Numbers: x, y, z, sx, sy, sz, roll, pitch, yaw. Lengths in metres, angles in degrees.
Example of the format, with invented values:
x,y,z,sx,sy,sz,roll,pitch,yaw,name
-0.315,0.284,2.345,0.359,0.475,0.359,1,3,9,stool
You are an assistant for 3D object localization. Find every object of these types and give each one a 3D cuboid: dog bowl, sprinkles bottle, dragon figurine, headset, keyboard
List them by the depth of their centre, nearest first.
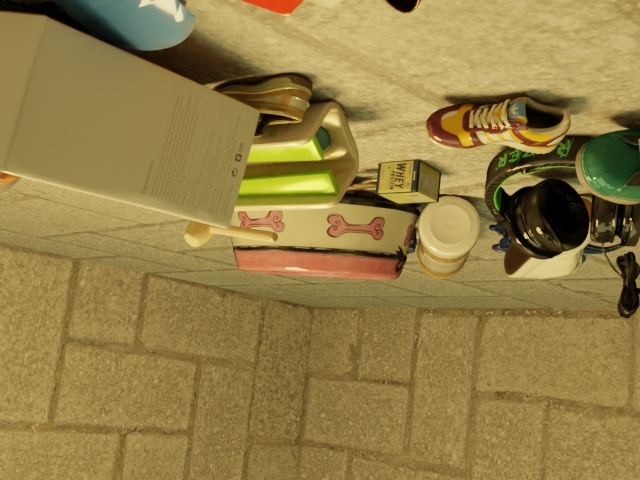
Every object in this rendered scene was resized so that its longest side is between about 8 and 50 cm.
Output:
x,y,z,sx,sy,sz,roll,pitch,yaw,name
-0.267,-0.257,0.946,0.192,0.038,0.100,9,-170,-13,keyboard
0.424,-0.021,1.330,0.243,0.185,0.394,-11,148,40,headset
0.000,0.000,1.723,0.408,0.150,0.408,3,176,0,dog bowl
0.508,0.007,1.753,0.289,0.085,0.144,3,170,27,dragon figurine
0.269,0.002,1.769,0.121,0.121,0.355,5,170,7,sprinkles bottle

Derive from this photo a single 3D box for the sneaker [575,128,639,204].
x,y,z,sx,sy,sz,roll,pitch,yaw,name
0.496,-0.108,1.098,0.302,0.108,0.121,0,171,-14,sneaker

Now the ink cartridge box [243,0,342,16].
x,y,z,sx,sy,sz,roll,pitch,yaw,name
-0.059,-0.252,0.786,0.145,0.045,0.179,12,166,-26,ink cartridge box

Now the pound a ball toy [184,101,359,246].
x,y,z,sx,sy,sz,roll,pitch,yaw,name
-0.096,-0.104,1.274,0.319,0.135,0.208,0,132,32,pound a ball toy

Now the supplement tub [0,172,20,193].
x,y,z,sx,sy,sz,roll,pitch,yaw,name
-0.558,-0.152,1.218,0.316,0.193,0.194,-2,167,39,supplement tub

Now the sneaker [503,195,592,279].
x,y,z,sx,sy,sz,roll,pitch,yaw,name
0.480,-0.001,1.599,0.123,0.105,0.290,10,156,-15,sneaker

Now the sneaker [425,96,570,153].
x,y,z,sx,sy,sz,roll,pitch,yaw,name
0.233,-0.159,1.082,0.186,0.069,0.084,0,161,-2,sneaker

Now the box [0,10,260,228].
x,y,z,sx,sy,sz,roll,pitch,yaw,name
-0.278,-0.142,1.016,0.215,0.168,0.345,16,-179,36,box

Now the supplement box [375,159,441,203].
x,y,z,sx,sy,sz,roll,pitch,yaw,name
0.155,-0.101,1.449,0.083,0.056,0.083,-1,167,37,supplement box

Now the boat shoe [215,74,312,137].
x,y,z,sx,sy,sz,roll,pitch,yaw,name
-0.094,-0.177,1.134,0.068,0.072,0.190,16,167,-43,boat shoe

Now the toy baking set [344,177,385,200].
x,y,z,sx,sy,sz,roll,pitch,yaw,name
0.053,-0.101,1.604,0.197,0.030,0.256,-1,175,8,toy baking set

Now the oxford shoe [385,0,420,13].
x,y,z,sx,sy,sz,roll,pitch,yaw,name
0.046,-0.249,0.650,0.076,0.076,0.212,3,168,28,oxford shoe

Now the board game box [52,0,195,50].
x,y,z,sx,sy,sz,roll,pitch,yaw,name
-0.210,-0.260,0.847,0.133,0.033,0.169,-6,152,33,board game box

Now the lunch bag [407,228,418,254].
x,y,z,sx,sy,sz,roll,pitch,yaw,name
0.188,0.001,1.974,0.098,0.065,0.067,4,170,13,lunch bag
